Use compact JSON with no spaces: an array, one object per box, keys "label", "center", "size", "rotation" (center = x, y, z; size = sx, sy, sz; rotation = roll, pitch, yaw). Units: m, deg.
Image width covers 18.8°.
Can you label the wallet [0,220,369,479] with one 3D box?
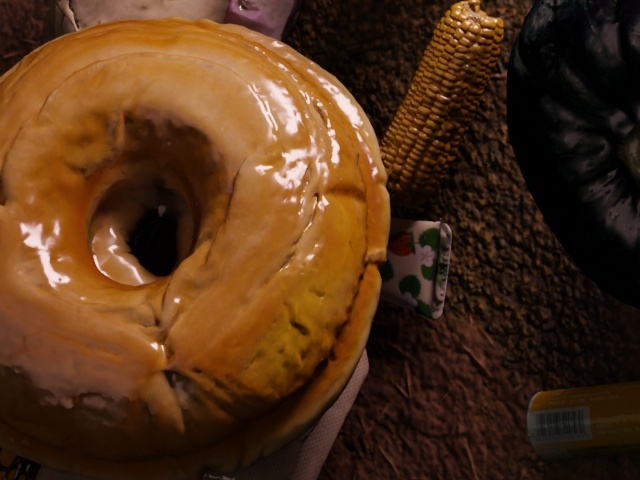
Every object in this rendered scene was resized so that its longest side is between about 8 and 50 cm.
[{"label":"wallet","center":[-0.116,0.141,1.789],"size":[0.274,0.068,0.335],"rotation":[25,77,7]}]

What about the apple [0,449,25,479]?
[{"label":"apple","center":[-0.329,0.213,1.939],"size":[0.275,0.299,0.299],"rotation":[24,108,11]}]

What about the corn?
[{"label":"corn","center":[0.106,-0.118,1.739],"size":[0.068,0.068,0.207],"rotation":[36,111,27]}]

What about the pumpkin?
[{"label":"pumpkin","center":[0.295,-0.103,1.516],"size":[0.315,0.238,0.315],"rotation":[19,123,33]}]

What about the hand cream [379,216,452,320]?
[{"label":"hand cream","center":[0.000,0.000,1.832],"size":[0.276,0.059,0.095],"rotation":[14,107,29]}]

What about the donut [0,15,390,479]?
[{"label":"donut","center":[-0.150,0.000,1.708],"size":[0.448,0.198,0.449],"rotation":[-2,70,5]}]

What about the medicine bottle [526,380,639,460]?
[{"label":"medicine bottle","center":[0.282,0.147,1.639],"size":[0.218,0.074,0.074],"rotation":[-10,89,37]}]

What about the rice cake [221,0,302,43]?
[{"label":"rice cake","center":[-0.003,-0.358,1.784],"size":[0.070,0.064,0.399],"rotation":[21,106,4]}]

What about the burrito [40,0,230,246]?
[{"label":"burrito","center":[-0.202,-0.133,1.906],"size":[0.135,0.190,0.332],"rotation":[-144,64,-67]}]
